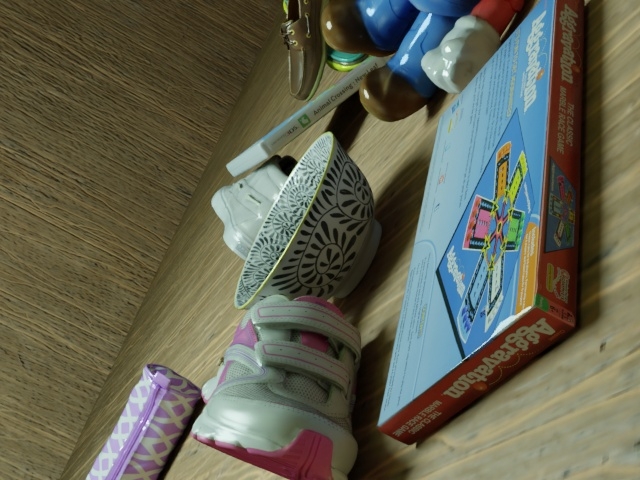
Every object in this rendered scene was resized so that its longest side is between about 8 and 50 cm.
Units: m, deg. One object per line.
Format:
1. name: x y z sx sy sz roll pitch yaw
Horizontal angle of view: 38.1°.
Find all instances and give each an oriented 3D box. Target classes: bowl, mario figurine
1. bowl: 0.000 0.000 0.794 0.170 0.080 0.170 -56 14 21
2. mario figurine: 0.088 -0.243 0.726 0.170 0.198 0.320 -56 1 -44

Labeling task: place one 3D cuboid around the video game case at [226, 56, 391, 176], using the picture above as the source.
1. video game case: -0.021 -0.154 1.158 0.193 0.023 0.212 -39 8 -14

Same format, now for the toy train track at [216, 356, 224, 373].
1. toy train track: -0.125 0.164 1.097 0.048 0.014 0.083 -56 13 25

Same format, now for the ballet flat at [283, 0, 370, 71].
1. ballet flat: 0.019 -0.287 1.306 0.077 0.077 0.231 -32 47 -4

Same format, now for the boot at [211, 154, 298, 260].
1. boot: -0.067 -0.055 1.202 0.123 0.095 0.258 -52 20 7

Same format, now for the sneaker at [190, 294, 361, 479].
1. sneaker: -0.023 0.092 0.641 0.111 0.103 0.252 -63 13 0

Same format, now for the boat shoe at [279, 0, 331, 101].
1. boat shoe: -0.027 -0.276 1.232 0.064 0.060 0.178 20 106 58

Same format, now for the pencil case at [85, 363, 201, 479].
1. pencil case: -0.225 0.252 1.136 0.206 0.086 0.088 -63 -22 0

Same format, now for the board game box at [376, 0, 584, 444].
1. board game box: 0.103 -0.027 0.563 0.145 0.027 0.281 -51 16 46
